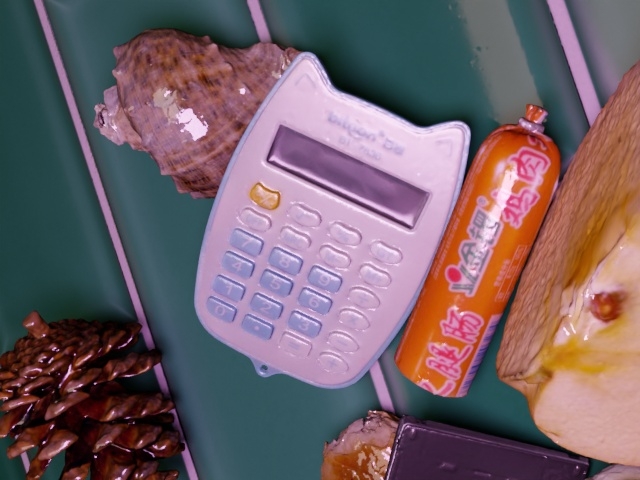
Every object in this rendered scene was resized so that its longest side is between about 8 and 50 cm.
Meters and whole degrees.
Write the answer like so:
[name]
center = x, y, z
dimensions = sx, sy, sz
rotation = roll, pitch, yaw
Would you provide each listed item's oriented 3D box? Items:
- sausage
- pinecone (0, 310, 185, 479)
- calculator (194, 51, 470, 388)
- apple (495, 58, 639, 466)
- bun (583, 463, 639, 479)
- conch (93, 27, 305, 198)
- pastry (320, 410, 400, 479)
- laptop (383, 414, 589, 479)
[sausage]
center = 0.169, 0.010, 0.862
dimensions = 0.093, 0.093, 0.312
rotation = 28, 112, 23
[pinecone]
center = -0.305, 0.227, 1.098
dimensions = 0.244, 0.244, 0.309
rotation = -22, 99, 30
[calculator]
center = 0.000, 0.000, 0.945
dimensions = 0.256, 0.054, 0.386
rotation = 25, 111, 3
[apple]
center = 0.288, 0.040, 0.717
dimensions = 0.314, 0.252, 0.309
rotation = 53, 150, 31
[bun]
center = 0.328, 0.270, 0.764
dimensions = 0.195, 0.195, 0.118
rotation = 22, 97, 25
[conch]
center = -0.149, -0.152, 0.981
dimensions = 0.291, 0.159, 0.210
rotation = -7, 93, 28
[pastry]
center = 0.073, 0.277, 0.970
dimensions = 0.153, 0.081, 0.153
rotation = 2, 94, 28
[laptop]
center = 0.170, 0.279, 0.900
dimensions = 0.207, 0.026, 0.154
rotation = 13, 105, 1
